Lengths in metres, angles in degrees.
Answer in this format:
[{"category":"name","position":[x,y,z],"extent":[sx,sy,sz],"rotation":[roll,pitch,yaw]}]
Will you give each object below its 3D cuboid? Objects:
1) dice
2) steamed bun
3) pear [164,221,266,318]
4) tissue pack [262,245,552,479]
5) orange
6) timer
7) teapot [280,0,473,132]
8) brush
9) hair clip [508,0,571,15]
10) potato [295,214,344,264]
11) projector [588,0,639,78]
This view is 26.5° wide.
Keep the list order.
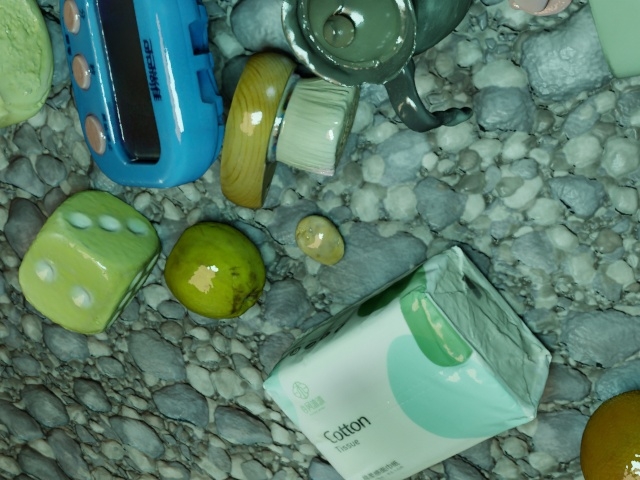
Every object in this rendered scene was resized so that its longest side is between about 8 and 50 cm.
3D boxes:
[{"category":"dice","position":[-0.373,0.035,2.210],"extent":[0.169,0.166,0.169],"rotation":[35,126,1]},{"category":"steamed bun","position":[-0.533,-0.306,2.088],"extent":[0.232,0.166,0.273],"rotation":[-9,109,41]},{"category":"pear","position":[-0.167,0.049,2.144],"extent":[0.162,0.149,0.149],"rotation":[35,126,5]},{"category":"tissue pack","position":[0.134,0.204,2.074],"extent":[0.356,0.194,0.266],"rotation":[-34,103,34]},{"category":"orange","position":[0.474,0.318,1.993],"extent":[0.206,0.206,0.206],"rotation":[11,122,17]},{"category":"timer","position":[-0.256,-0.245,1.946],"extent":[0.309,0.115,0.340],"rotation":[7,109,55]},{"category":"teapot","position":[0.069,-0.279,1.765],"extent":[0.223,0.285,0.305],"rotation":[4,119,21]},{"category":"brush","position":[-0.049,-0.140,1.980],"extent":[0.166,0.174,0.267],"rotation":[18,132,2]},{"category":"hair clip","position":[0.299,-0.367,1.775],"extent":[0.123,0.102,0.138],"rotation":[26,158,9]},{"category":"potato","position":[0.000,0.000,2.102],"extent":[0.083,0.062,0.068],"rotation":[35,145,-26]},{"category":"projector","position":[0.447,-0.351,1.577],"extent":[0.249,0.248,0.248],"rotation":[-8,121,27]}]
